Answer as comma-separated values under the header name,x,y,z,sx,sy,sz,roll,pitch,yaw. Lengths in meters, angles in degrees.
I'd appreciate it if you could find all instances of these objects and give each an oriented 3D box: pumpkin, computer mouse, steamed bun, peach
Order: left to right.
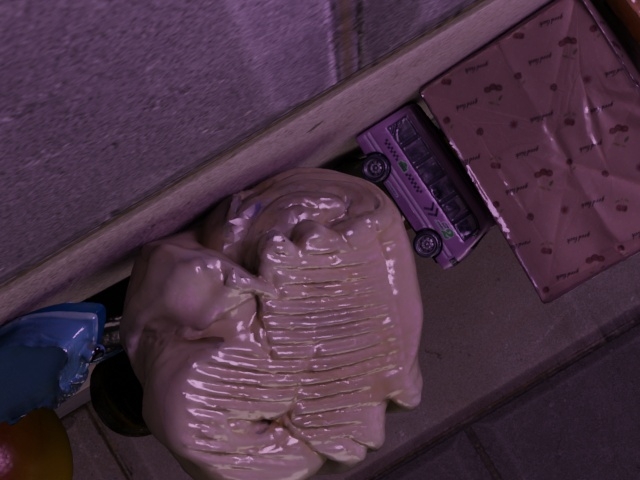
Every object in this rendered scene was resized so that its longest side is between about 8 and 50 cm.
name,x,y,z,sx,sy,sz,roll,pitch,yaw
peach,-0.451,0.307,1.571,0.231,0.231,0.231,-31,176,-2
computer mouse,-0.230,0.088,1.538,0.264,0.088,0.147,-27,173,-17
pumpkin,-0.309,0.265,2.351,0.320,0.192,0.320,-32,178,-1
steamed bun,-0.068,0.101,1.334,0.339,0.352,0.247,-13,-168,-27

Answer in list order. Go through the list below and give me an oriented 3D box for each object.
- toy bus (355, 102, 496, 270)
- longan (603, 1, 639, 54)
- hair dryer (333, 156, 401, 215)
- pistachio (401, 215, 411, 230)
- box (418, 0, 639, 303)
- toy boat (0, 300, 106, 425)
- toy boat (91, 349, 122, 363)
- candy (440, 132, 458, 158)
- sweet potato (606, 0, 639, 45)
name,x,y,z,sx,sy,sz,roll,pitch,yaw
toy bus,0.133,-0.066,1.444,0.108,0.199,0.096,-35,176,11
longan,0.436,-0.173,1.602,0.361,0.361,0.361,-31,176,-2
hair dryer,0.046,-0.063,1.677,0.296,0.119,0.298,-36,-171,-31
pistachio,0.137,-0.070,2.210,0.108,0.126,0.185,13,172,-7
box,0.298,-0.110,1.376,0.225,0.297,0.190,-32,176,23
toy boat,-0.314,0.128,1.304,0.238,0.109,0.098,-30,-162,39
toy boat,-0.325,0.152,1.744,0.137,0.060,0.061,-31,157,-56
candy,0.180,-0.127,1.956,0.297,0.081,0.187,-20,179,14
sweet potato,0.454,-0.319,1.215,0.337,0.131,0.131,-34,175,25
